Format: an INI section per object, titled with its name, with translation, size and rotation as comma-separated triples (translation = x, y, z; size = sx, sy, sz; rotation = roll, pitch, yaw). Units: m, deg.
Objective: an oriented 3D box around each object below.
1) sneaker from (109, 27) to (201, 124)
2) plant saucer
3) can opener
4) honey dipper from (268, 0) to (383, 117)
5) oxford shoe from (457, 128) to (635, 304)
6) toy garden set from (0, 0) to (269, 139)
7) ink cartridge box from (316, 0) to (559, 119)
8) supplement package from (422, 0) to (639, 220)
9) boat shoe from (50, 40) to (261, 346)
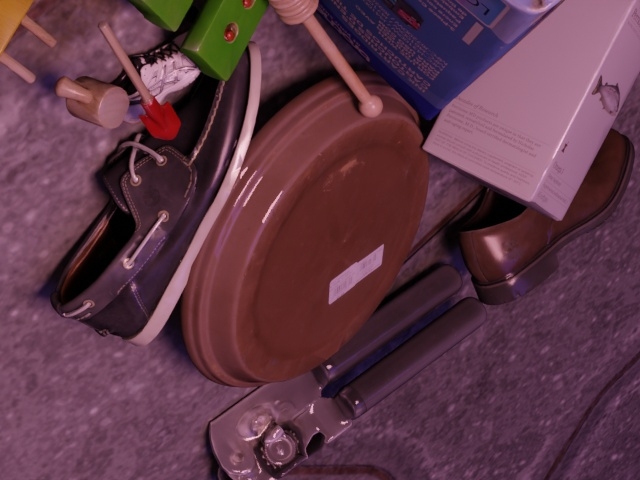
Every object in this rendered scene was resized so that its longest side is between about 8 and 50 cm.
[sneaker]
translation = -0.110, -0.116, 0.967
size = 0.083, 0.032, 0.037
rotation = -47, 142, -4
[plant saucer]
translation = 0.000, 0.000, 1.125
size = 0.278, 0.041, 0.277
rotation = -39, 145, -34
[can opener]
translation = 0.020, 0.127, 1.288
size = 0.283, 0.076, 0.095
rotation = -34, 172, -20
[honey dipper]
translation = 0.004, -0.134, 0.996
size = 0.030, 0.030, 0.160
rotation = -45, 139, -6
[oxford shoe]
translation = 0.209, -0.046, 1.301
size = 0.227, 0.083, 0.096
rotation = -43, 115, -31
[toy garden set]
translation = -0.131, -0.163, 0.871
size = 0.203, 0.049, 0.244
rotation = -63, 146, -10
[ink cartridge box]
translation = 0.132, -0.233, 0.911
size = 0.270, 0.151, 0.395
rotation = -44, -178, -6
[supplement package]
translation = 0.180, -0.122, 1.154
size = 0.179, 0.105, 0.105
rotation = -63, 155, 3
[boat shoe]
translation = -0.110, -0.039, 0.996
size = 0.079, 0.084, 0.233
rotation = 23, 99, -25
